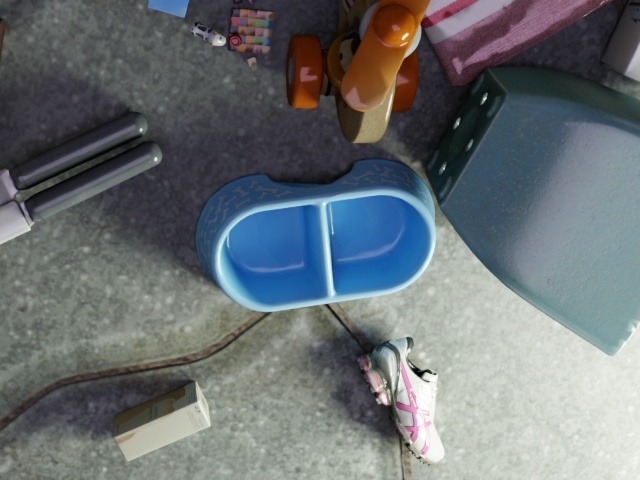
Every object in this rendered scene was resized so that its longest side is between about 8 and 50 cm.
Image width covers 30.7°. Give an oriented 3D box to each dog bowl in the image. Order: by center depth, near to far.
[{"bbox_3d":[0.000,0.000,1.397,0.297,0.074,0.166,-8,112,-5],"label":"dog bowl"}]

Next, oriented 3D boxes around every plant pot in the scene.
[{"bbox_3d":[0.266,-0.067,1.326,0.252,0.248,0.247,27,107,-12],"label":"plant pot"}]

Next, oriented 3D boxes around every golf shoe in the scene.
[{"bbox_3d":[0.122,0.209,1.500,0.086,0.067,0.186,-30,112,1],"label":"golf shoe"}]

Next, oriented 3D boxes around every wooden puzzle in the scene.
[{"bbox_3d":[-0.079,-0.239,1.328,0.049,0.006,0.083,4,110,-11],"label":"wooden puzzle"}]

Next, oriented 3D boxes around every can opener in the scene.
[{"bbox_3d":[-0.315,-0.058,1.298,0.283,0.095,0.076,-26,96,-3],"label":"can opener"}]

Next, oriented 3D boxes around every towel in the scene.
[{"bbox_3d":[0.181,-0.367,1.308,0.237,0.037,0.329,-29,111,5],"label":"towel"}]

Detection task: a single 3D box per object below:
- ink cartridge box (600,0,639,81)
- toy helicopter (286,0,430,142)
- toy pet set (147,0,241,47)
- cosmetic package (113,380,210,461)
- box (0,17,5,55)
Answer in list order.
[{"bbox_3d":[0.437,-0.264,1.362,0.139,0.082,0.191,18,105,-15],"label":"ink cartridge box"},{"bbox_3d":[0.056,-0.273,1.214,0.140,0.235,0.355,2,110,-9],"label":"toy helicopter"},{"bbox_3d":[-0.123,-0.277,1.271,0.114,0.065,0.122,15,107,-9],"label":"toy pet set"},{"bbox_3d":[-0.198,0.225,1.459,0.115,0.060,0.041,-24,111,-1],"label":"cosmetic package"},{"bbox_3d":[-0.429,-0.149,1.201,0.167,0.203,0.169,11,108,-13],"label":"box"}]
